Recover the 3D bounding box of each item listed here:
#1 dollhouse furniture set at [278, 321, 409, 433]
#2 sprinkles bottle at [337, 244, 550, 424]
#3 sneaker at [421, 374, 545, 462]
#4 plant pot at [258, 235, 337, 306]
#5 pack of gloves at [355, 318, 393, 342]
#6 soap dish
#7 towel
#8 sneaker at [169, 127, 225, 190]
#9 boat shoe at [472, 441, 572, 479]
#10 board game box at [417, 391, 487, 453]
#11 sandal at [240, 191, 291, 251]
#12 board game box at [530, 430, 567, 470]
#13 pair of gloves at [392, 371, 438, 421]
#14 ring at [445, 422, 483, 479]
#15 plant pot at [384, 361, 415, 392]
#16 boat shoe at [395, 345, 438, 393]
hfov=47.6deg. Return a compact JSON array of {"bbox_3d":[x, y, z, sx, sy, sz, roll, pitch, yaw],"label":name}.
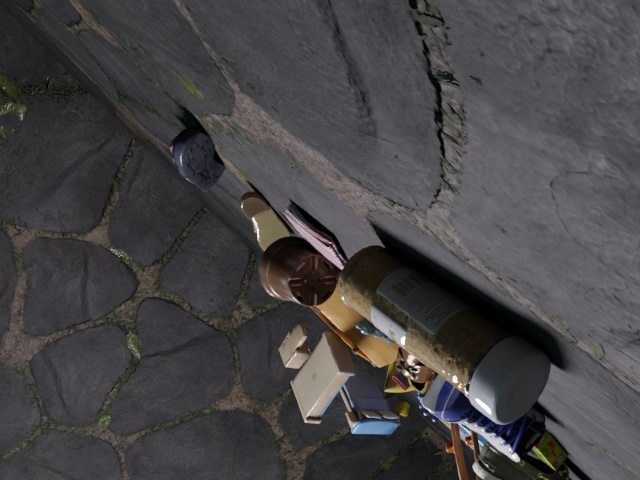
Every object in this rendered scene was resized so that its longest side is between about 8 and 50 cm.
[{"bbox_3d":[0.093,0.347,1.971,0.303,0.198,0.286,13,-146,-32],"label":"dollhouse furniture set"},{"bbox_3d":[0.177,0.132,1.118,0.355,0.121,0.121,36,169,44],"label":"sprinkles bottle"},{"bbox_3d":[0.325,0.315,1.361,0.182,0.127,0.315,31,178,32],"label":"sneaker"},{"bbox_3d":[-0.047,0.084,1.772,0.167,0.167,0.165,46,170,-23],"label":"plant pot"},{"bbox_3d":[0.175,0.157,1.297,0.195,0.046,0.232,18,-173,18],"label":"pack of gloves"},{"bbox_3d":[0.081,0.203,1.927,0.291,0.118,0.229,46,171,-14],"label":"soap dish"},{"bbox_3d":[0.000,0.000,1.618,0.144,0.029,0.197,39,174,26],"label":"towel"},{"bbox_3d":[-0.330,-0.214,1.780,0.131,0.112,0.319,39,170,8],"label":"sneaker"},{"bbox_3d":[0.493,0.525,1.603,0.304,0.091,0.109,22,-172,-2],"label":"boat shoe"},{"bbox_3d":[0.395,0.495,2.060,0.253,0.079,0.336,40,171,21],"label":"board game box"},{"bbox_3d":[-0.142,-0.059,1.897,0.240,0.088,0.079,62,-168,-46],"label":"sandal"},{"bbox_3d":[0.438,0.413,1.571,0.092,0.043,0.181,49,170,-32],"label":"board game box"},{"bbox_3d":[0.261,0.354,1.798,0.198,0.159,0.023,43,128,14],"label":"pair of gloves"},{"bbox_3d":[0.325,0.464,1.657,0.336,0.032,0.337,-12,-90,-73],"label":"ring"},{"bbox_3d":[0.246,0.382,2.093,0.095,0.134,0.134,15,169,3],"label":"plant pot"},{"bbox_3d":[0.227,0.270,1.630,0.110,0.104,0.307,37,170,35],"label":"boat shoe"}]
